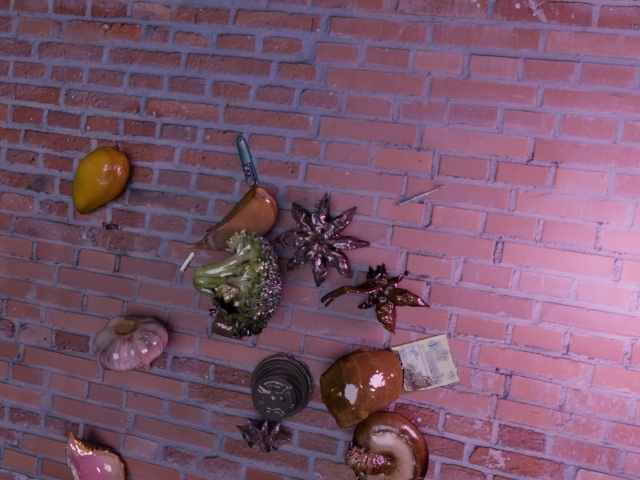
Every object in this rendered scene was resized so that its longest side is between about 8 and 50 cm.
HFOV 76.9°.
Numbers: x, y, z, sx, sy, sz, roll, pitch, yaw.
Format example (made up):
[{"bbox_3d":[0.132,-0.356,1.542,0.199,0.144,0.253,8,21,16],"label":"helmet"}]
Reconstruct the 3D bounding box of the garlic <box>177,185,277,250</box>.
[{"bbox_3d":[-0.300,-0.062,1.370,0.339,0.196,0.151,-32,70,11],"label":"garlic"}]

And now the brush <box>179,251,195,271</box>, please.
[{"bbox_3d":[-0.493,0.079,1.493,0.016,0.013,0.083,34,89,2],"label":"brush"}]

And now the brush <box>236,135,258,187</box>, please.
[{"bbox_3d":[-0.266,-0.283,1.435,0.043,0.032,0.193,-16,91,10],"label":"brush"}]

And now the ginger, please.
[{"bbox_3d":[0.128,0.462,1.302,0.270,0.223,0.200,-33,74,15],"label":"ginger"}]

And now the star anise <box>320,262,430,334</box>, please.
[{"bbox_3d":[0.174,0.190,1.321,0.347,0.148,0.236,3,89,-4],"label":"star anise"}]

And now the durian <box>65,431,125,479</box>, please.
[{"bbox_3d":[-0.880,0.879,1.518,0.196,0.186,0.305,-44,80,27],"label":"durian"}]

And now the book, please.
[{"bbox_3d":[0.354,0.419,1.367,0.193,0.013,0.167,-18,88,9],"label":"book"}]

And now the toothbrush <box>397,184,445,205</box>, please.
[{"bbox_3d":[0.338,-0.150,1.350,0.167,0.014,0.011,-22,97,9],"label":"toothbrush"}]

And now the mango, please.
[{"bbox_3d":[-0.818,-0.224,1.489,0.176,0.119,0.317,46,107,2],"label":"mango"}]

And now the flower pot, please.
[{"bbox_3d":[-0.147,0.523,1.388,0.236,0.140,0.235,0,93,7],"label":"flower pot"}]

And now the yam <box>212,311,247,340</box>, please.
[{"bbox_3d":[-0.317,0.309,1.438,0.127,0.084,0.084,15,94,11],"label":"yam"}]

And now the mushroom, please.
[{"bbox_3d":[0.213,0.699,1.324,0.279,0.163,0.296,9,100,-4],"label":"mushroom"}]

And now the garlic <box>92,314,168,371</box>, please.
[{"bbox_3d":[-0.668,0.398,1.450,0.246,0.245,0.252,5,124,9],"label":"garlic"}]

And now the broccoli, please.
[{"bbox_3d":[-0.266,0.138,1.299,0.282,0.293,0.346,0,98,5],"label":"broccoli"}]

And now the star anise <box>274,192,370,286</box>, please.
[{"bbox_3d":[0.002,0.001,1.358,0.333,0.118,0.330,1,96,13],"label":"star anise"}]

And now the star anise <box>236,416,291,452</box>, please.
[{"bbox_3d":[-0.201,0.694,1.416,0.196,0.065,0.182,6,124,2],"label":"star anise"}]
